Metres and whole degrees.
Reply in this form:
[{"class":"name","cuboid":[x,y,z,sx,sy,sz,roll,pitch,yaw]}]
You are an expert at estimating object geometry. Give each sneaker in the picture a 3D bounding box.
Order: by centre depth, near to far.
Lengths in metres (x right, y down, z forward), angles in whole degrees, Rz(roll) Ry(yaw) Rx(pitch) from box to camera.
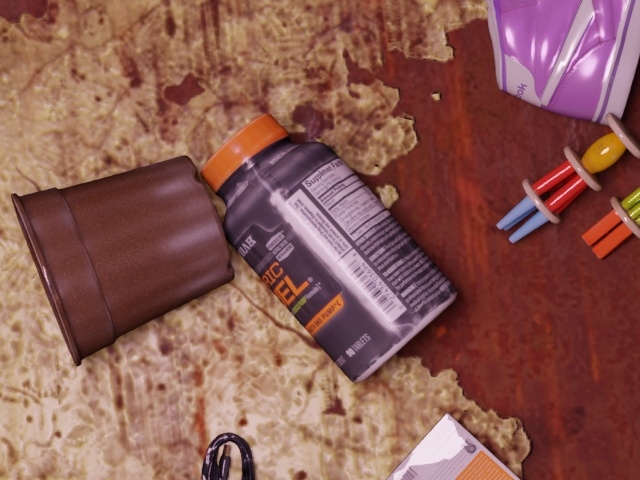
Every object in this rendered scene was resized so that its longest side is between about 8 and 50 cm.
[{"class":"sneaker","cuboid":[0.239,-0.261,1.746,0.161,0.102,0.282,16,85,4]}]

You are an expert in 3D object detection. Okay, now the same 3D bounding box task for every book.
[{"class":"book","cuboid":[0.139,0.243,1.729,0.144,0.035,0.096,43,89,4]}]

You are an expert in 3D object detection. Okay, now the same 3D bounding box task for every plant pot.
[{"class":"plant pot","cuboid":[-0.175,0.009,1.694,0.165,0.167,0.167,-20,85,-10]}]

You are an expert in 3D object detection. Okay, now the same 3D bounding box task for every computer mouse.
[{"class":"computer mouse","cuboid":[-0.107,0.297,1.724,0.071,0.041,0.242,13,79,18]}]

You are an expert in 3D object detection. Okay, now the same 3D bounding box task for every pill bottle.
[{"class":"pill bottle","cuboid":[0.000,0.000,1.703,0.130,0.130,0.246,-41,85,-4]}]

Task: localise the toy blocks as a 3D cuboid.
[{"class":"toy blocks","cuboid":[0.250,-0.031,1.738,0.148,0.054,0.123,-39,114,16]}]
